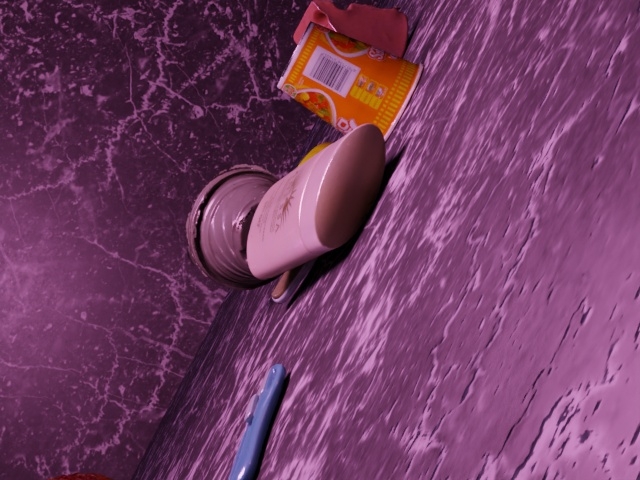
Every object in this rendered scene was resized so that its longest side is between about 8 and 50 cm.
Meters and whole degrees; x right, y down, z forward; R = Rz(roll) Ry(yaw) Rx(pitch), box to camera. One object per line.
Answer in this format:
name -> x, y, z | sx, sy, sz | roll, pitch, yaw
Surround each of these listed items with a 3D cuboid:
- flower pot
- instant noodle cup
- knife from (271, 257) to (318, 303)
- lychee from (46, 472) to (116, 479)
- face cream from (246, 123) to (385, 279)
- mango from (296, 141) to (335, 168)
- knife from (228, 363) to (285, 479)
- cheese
flower pot -> -0.113, -0.016, 1.958 | 0.140, 0.235, 0.235 | 12, 73, 61
instant noodle cup -> 0.038, -0.242, 1.674 | 0.168, 0.185, 0.168 | -61, 6, 10
knife -> 0.000, -0.001, 1.648 | 0.061, 0.027, 0.343 | -90, 26, -43
lychee -> -0.443, 0.541, 1.984 | 0.261, 0.260, 0.260 | -61, 6, 11
face cream -> -0.013, -0.045, 1.547 | 0.348, 0.081, 0.174 | -25, 45, 68
mango -> 0.004, -0.112, 1.833 | 0.117, 0.089, 0.163 | -61, 6, 11
knife -> -0.077, 0.222, 1.297 | 0.064, 0.031, 0.222 | -54, 10, 31
cheese -> 0.073, -0.339, 2.037 | 0.128, 0.202, 0.177 | 128, 137, -51
